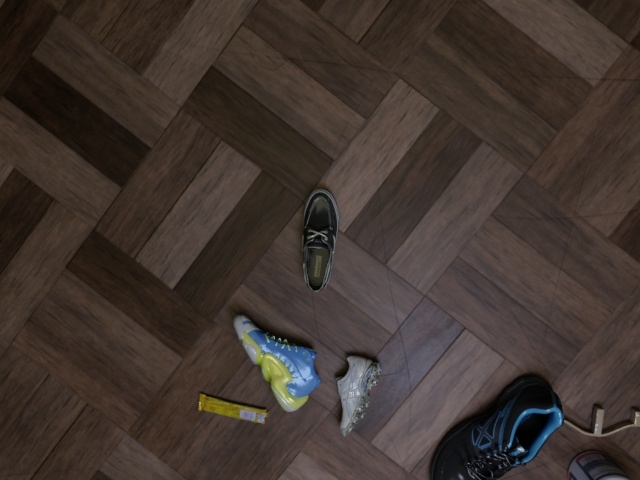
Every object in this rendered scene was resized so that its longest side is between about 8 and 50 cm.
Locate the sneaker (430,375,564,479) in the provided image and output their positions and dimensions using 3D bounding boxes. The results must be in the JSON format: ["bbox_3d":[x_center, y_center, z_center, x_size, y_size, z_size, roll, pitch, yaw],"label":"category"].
[{"bbox_3d":[0.359,0.426,1.232,0.125,0.139,0.341,40,97,-2],"label":"sneaker"}]

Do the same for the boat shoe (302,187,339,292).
[{"bbox_3d":[0.000,0.000,1.252,0.078,0.070,0.219,1,95,3],"label":"boat shoe"}]

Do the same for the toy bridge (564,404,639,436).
[{"bbox_3d":[0.593,0.386,1.270,0.188,0.026,0.063,4,98,3],"label":"toy bridge"}]

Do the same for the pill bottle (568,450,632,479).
[{"bbox_3d":[0.586,0.515,1.204,0.108,0.180,0.108,0,95,4],"label":"pill bottle"}]

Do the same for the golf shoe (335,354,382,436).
[{"bbox_3d":[0.067,0.333,1.291,0.086,0.069,0.176,23,93,22],"label":"golf shoe"}]

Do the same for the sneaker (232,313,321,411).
[{"bbox_3d":[-0.086,0.242,1.283,0.126,0.091,0.240,-33,92,-13],"label":"sneaker"}]

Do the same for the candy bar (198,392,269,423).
[{"bbox_3d":[-0.195,0.377,1.323,0.161,0.018,0.040,12,99,2],"label":"candy bar"}]
